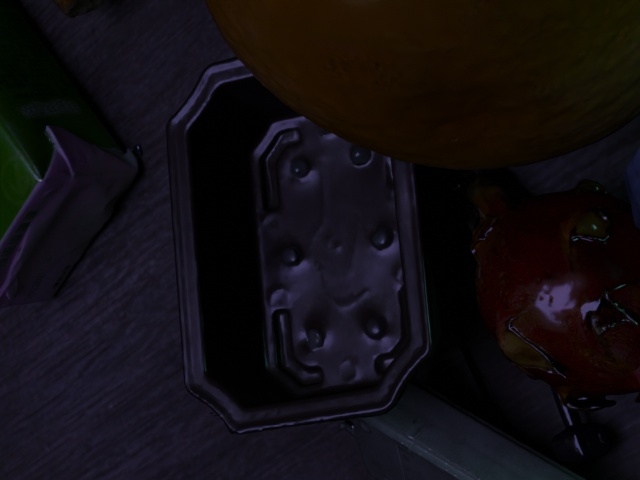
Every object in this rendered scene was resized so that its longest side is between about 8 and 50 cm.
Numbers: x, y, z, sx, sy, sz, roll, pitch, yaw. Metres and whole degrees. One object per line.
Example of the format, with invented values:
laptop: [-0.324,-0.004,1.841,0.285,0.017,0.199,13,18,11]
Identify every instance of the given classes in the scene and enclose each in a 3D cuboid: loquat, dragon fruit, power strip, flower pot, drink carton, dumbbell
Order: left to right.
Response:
drink carton: [-0.277,-0.095,1.510,0.271,0.108,0.161,52,125,22]
flower pot: [0.000,0.000,1.255,0.179,0.084,0.251,-11,76,24]
loquat: [0.081,-0.199,1.071,0.328,0.328,0.328,4,96,39]
power strip: [0.128,0.169,1.216,0.272,0.052,0.078,28,149,34]
dragon fruit: [0.143,0.014,1.182,0.246,0.125,0.125,49,125,47]
dumbbell: [0.155,0.101,1.216,0.036,0.040,0.083,-20,80,8]

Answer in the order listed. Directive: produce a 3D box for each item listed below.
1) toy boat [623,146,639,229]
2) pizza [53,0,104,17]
toy boat: [0.275,-0.082,1.034,0.283,0.127,0.078,-42,67,25]
pizza: [-0.156,-0.274,1.423,0.194,0.069,0.154,-35,72,29]
